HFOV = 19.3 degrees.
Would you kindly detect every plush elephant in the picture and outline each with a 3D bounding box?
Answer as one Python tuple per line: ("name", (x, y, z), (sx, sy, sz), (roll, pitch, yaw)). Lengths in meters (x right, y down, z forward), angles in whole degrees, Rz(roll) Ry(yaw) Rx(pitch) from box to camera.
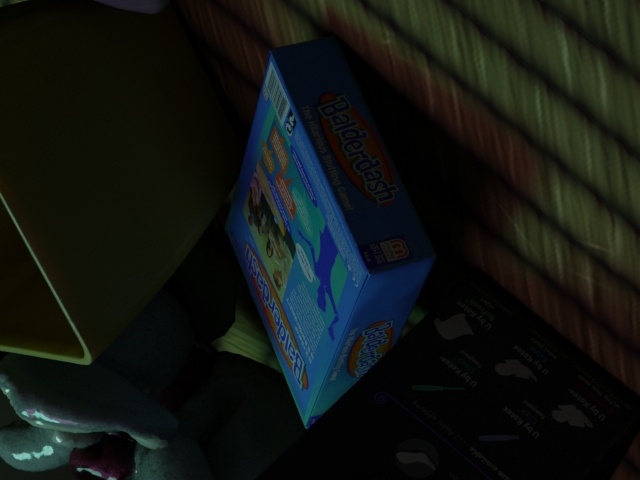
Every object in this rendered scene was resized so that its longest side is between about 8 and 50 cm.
("plush elephant", (-0.120, 0.138, 1.342), (0.255, 0.272, 0.330), (35, 119, 5))

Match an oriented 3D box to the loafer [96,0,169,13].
("loafer", (-0.218, -0.226, 1.187), (0.319, 0.112, 0.111), (28, 139, 32))

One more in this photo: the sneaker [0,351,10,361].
("sneaker", (-0.333, 0.104, 1.827), (0.089, 0.051, 0.170), (-6, 116, 57))

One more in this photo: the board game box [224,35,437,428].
("board game box", (0.000, 0.000, 1.163), (0.210, 0.047, 0.160), (111, 141, -59))

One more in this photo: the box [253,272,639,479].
("box", (0.048, 0.178, 1.143), (0.143, 0.270, 0.165), (39, 150, 17))

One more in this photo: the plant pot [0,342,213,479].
("plant pot", (-0.210, 0.189, 1.568), (0.263, 0.229, 0.263), (36, 150, 25))

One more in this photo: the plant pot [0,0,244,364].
("plant pot", (-0.179, -0.064, 1.245), (0.212, 0.187, 0.212), (3, 125, 54))
